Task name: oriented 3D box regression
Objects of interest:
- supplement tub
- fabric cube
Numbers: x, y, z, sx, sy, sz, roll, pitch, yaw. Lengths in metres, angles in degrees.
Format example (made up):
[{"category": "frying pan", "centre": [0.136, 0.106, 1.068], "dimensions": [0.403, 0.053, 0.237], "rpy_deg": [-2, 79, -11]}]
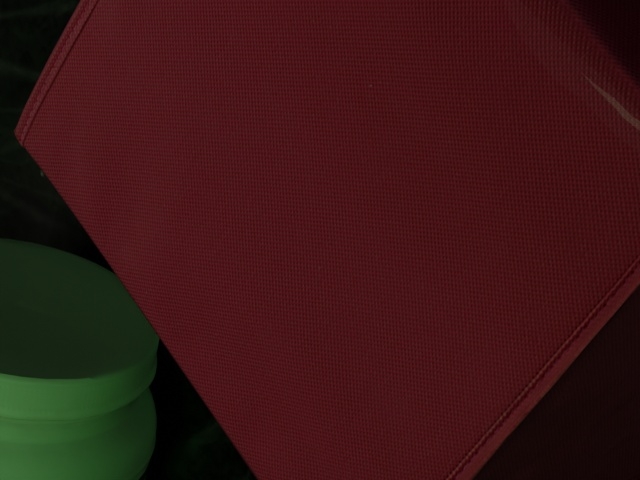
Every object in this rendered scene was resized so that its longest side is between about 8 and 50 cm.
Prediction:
[{"category": "supplement tub", "centre": [-0.205, 0.156, 1.162], "dimensions": [0.191, 0.191, 0.272], "rpy_deg": [34, 121, 36]}, {"category": "fabric cube", "centre": [0.081, -0.050, 0.784], "dimensions": [0.258, 0.259, 0.254], "rpy_deg": [52, 129, 23]}]
